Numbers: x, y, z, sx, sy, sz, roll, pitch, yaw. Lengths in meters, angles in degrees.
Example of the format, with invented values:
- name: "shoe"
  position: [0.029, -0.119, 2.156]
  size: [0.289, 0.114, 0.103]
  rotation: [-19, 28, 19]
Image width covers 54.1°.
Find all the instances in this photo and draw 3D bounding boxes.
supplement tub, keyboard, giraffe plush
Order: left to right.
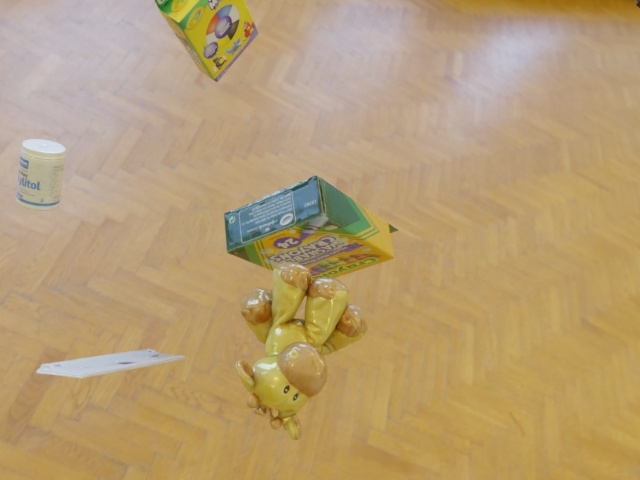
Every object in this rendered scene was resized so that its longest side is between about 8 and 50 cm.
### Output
- name: "supplement tub"
  position: [-0.472, -0.110, 1.059]
  size: [0.070, 0.107, 0.071]
  rotation: [13, 22, -5]
- name: "keyboard"
  position: [-0.289, 0.177, 0.903]
  size: [0.072, 0.014, 0.256]
  rotation: [8, -2, 18]
- name: "giraffe plush"
  position: [-0.044, 0.160, 0.853]
  size: [0.181, 0.210, 0.170]
  rotation: [27, 27, -5]

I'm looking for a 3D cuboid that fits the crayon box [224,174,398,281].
- name: "crayon box"
  position: [0.000, 0.000, 1.180]
  size: [0.323, 0.203, 0.083]
  rotation: [26, 50, -55]

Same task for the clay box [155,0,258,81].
- name: "clay box"
  position: [-0.189, -0.383, 1.074]
  size: [0.053, 0.222, 0.127]
  rotation: [37, 84, 16]

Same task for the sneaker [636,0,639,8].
- name: "sneaker"
  position: [0.605, -0.376, 0.971]
  size: [0.221, 0.083, 0.087]
  rotation: [34, 71, 10]
